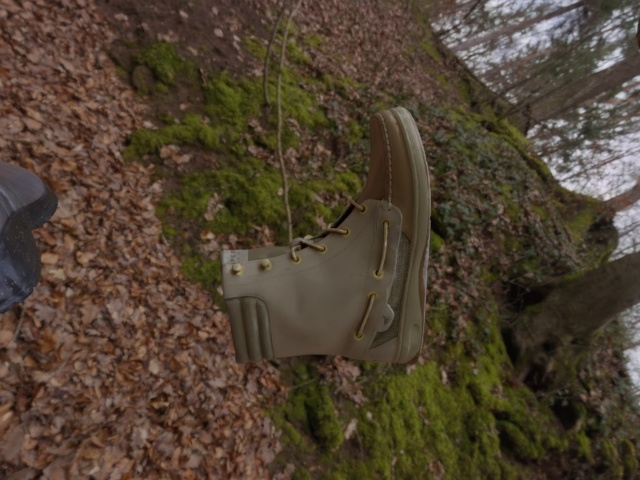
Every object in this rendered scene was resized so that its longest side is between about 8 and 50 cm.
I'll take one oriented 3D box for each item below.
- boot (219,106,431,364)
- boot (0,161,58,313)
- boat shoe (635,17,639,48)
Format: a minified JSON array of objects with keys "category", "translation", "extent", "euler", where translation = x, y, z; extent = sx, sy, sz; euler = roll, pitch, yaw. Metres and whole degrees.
[{"category":"boot","translation":[0.000,0.000,0.466],"extent":[0.095,0.204,0.261],"euler":[-99,-172,-79]},{"category":"boot","translation":[-0.330,-0.080,0.370],"extent":[0.338,0.118,0.222],"euler":[28,-32,51]},{"category":"boat shoe","translation":[0.303,-0.140,0.286],"extent":[0.183,0.066,0.066],"euler":[11,-34,49]}]
